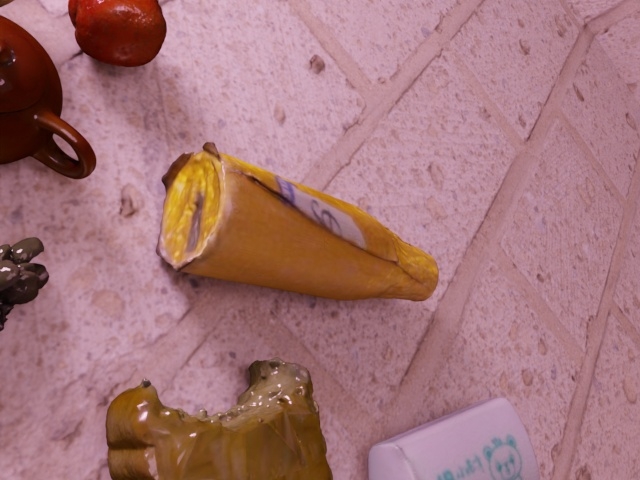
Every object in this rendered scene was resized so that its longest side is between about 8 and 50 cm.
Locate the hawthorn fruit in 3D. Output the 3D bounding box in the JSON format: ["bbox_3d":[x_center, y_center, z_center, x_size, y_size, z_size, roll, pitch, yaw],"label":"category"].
[{"bbox_3d":[-0.261,-0.285,0.829,0.128,0.128,0.128,17,62,-35],"label":"hawthorn fruit"}]

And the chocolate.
[{"bbox_3d":[0.000,0.000,0.911,0.446,0.162,0.162,16,63,-38],"label":"chocolate"}]

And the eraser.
[{"bbox_3d":[0.207,0.360,0.965,0.290,0.104,0.189,-6,72,-43],"label":"eraser"}]

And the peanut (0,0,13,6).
[{"bbox_3d":[-0.412,-0.300,0.682,0.229,0.103,0.098,-11,95,-46],"label":"peanut"}]

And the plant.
[{"bbox_3d":[-0.339,0.059,0.641,0.174,0.087,0.085,-48,140,-45],"label":"plant"}]

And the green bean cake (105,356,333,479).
[{"bbox_3d":[-0.103,0.253,0.728,0.236,0.124,0.232,-6,76,-41],"label":"green bean cake"}]

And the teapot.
[{"bbox_3d":[-0.344,-0.159,0.688,0.252,0.135,0.178,42,54,-19],"label":"teapot"}]
